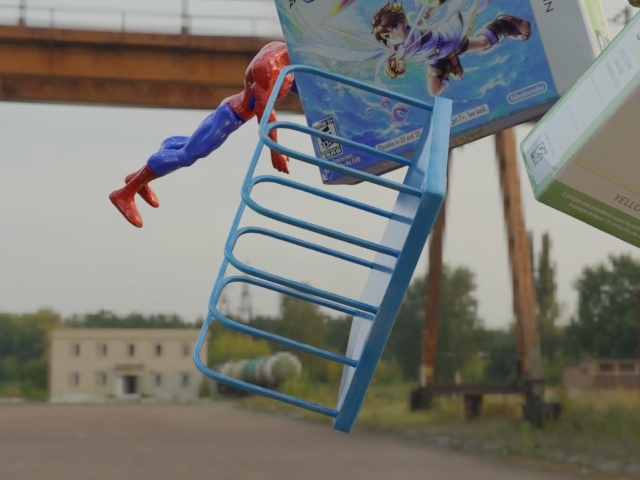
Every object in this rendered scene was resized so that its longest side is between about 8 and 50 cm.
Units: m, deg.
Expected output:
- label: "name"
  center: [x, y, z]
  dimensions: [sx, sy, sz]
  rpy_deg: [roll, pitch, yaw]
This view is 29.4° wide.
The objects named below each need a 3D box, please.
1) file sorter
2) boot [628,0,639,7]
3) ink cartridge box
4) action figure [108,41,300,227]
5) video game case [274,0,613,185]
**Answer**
- label: "file sorter"
  center: [0.000, 0.000, 0.712]
  dimensions: [0.104, 0.170, 0.118]
  rpy_deg: [17, 32, -3]
- label: "boot"
  center: [0.130, -0.010, 0.277]
  dimensions: [0.203, 0.262, 0.095]
  rpy_deg: [41, -3, 28]
- label: "ink cartridge box"
  center: [0.246, -0.087, 0.655]
  dimensions: [0.171, 0.056, 0.235]
  rpy_deg: [23, -53, -24]
- label: "action figure"
  center: [-0.073, -0.097, 1.255]
  dimensions: [0.280, 0.139, 0.091]
  rpy_deg: [-42, 12, 24]
- label: "video game case"
  center: [0.090, -0.201, 1.025]
  dimensions: [0.269, 0.244, 0.061]
  rpy_deg: [-19, -9, 31]
